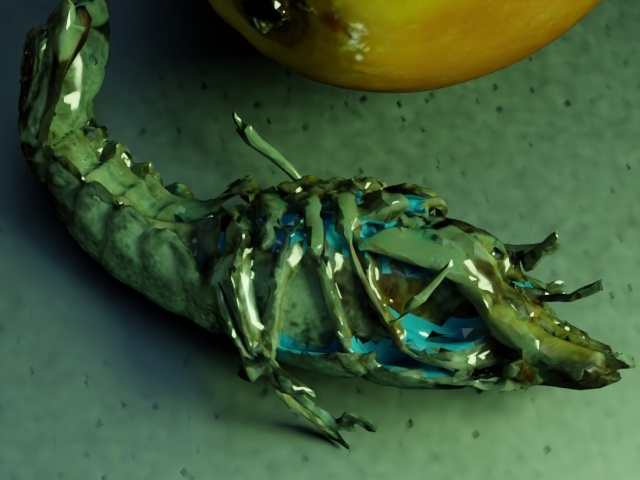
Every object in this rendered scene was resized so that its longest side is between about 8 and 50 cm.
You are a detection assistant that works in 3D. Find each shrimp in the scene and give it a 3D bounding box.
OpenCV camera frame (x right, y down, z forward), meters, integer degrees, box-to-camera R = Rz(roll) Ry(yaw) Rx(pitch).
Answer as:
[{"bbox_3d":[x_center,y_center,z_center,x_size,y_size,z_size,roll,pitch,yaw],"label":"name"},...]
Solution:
[{"bbox_3d":[-0.003,0.003,0.446,0.174,0.076,0.082,29,21,7],"label":"shrimp"}]

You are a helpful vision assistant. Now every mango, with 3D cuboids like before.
[{"bbox_3d":[0.033,-0.145,0.489,0.138,0.113,0.253,10,56,-3],"label":"mango"}]
